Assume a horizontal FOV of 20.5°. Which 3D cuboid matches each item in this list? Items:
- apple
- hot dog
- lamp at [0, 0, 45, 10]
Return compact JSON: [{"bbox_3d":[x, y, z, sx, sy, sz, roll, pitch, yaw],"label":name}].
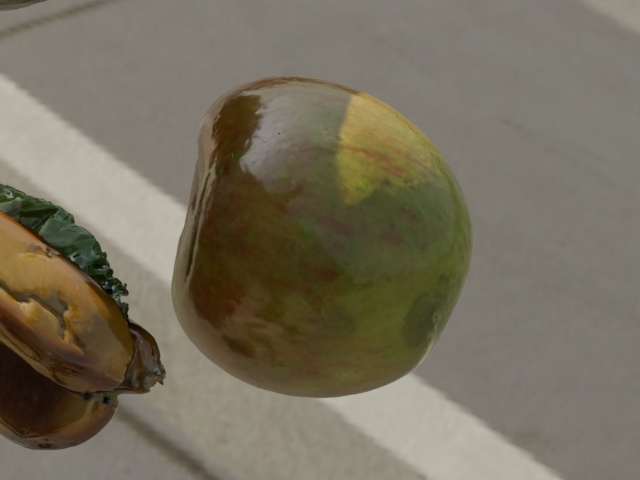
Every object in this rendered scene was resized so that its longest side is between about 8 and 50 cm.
[{"bbox_3d":[0.000,0.000,1.090,0.196,0.196,0.196,12,34,-8],"label":"apple"},{"bbox_3d":[-0.236,0.008,1.047,0.337,0.135,0.100,30,41,10],"label":"hot dog"},{"bbox_3d":[-0.211,-0.282,1.084,0.250,0.284,0.250,1,51,-2],"label":"lamp"}]
